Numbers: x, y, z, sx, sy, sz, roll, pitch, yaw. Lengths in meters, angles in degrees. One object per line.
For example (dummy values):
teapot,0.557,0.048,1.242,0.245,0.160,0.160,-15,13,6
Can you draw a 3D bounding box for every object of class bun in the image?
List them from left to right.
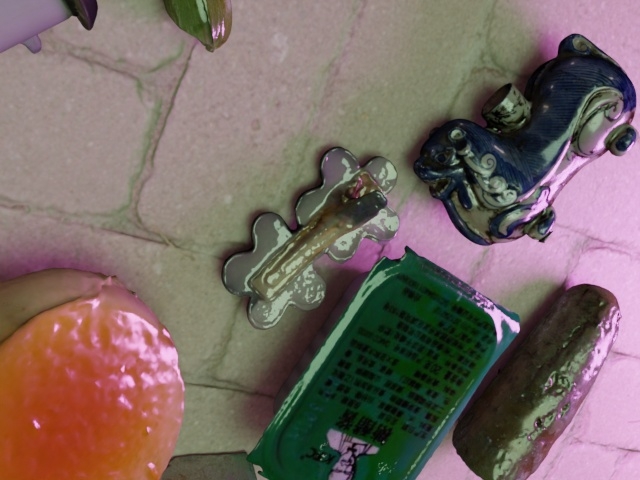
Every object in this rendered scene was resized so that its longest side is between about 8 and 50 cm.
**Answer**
bun,-0.291,0.168,0.821,0.299,0.165,0.298,-17,111,-50

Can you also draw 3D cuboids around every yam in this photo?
yam,0.326,0.206,1.181,0.133,0.133,0.330,36,88,-33

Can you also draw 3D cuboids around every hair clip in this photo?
hair clip,-0.003,-0.002,0.961,0.257,0.075,0.146,-40,120,2

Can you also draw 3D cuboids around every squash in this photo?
squash,-0.135,-0.296,0.769,0.069,0.069,0.238,-22,117,-17

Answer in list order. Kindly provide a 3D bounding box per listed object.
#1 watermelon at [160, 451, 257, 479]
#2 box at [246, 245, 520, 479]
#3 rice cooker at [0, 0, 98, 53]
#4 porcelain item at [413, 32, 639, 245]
watermelon,-0.238,0.448,0.993,0.292,0.319,0.222,9,141,-22
box,0.070,0.175,1.047,0.264,0.106,0.336,31,96,-32
rice cooker,-0.306,-0.250,0.592,0.317,0.264,0.316,-22,144,-17
porcelain item,0.259,-0.130,1.009,0.186,0.138,0.288,42,94,-16
